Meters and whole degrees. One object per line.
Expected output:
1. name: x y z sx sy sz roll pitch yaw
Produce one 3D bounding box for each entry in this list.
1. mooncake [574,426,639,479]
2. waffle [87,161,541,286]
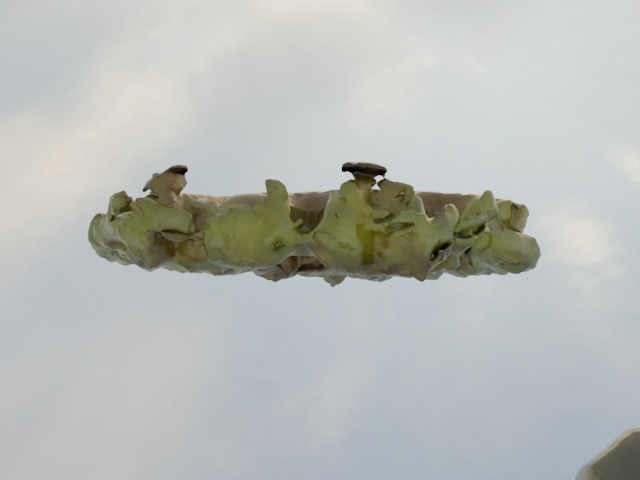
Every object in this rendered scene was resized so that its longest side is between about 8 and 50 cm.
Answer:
1. mooncake: 0.351 0.306 0.635 0.117 0.235 0.235 -34 -138 -7
2. waffle: 0.000 0.000 0.469 0.324 0.068 0.302 0 175 -13
